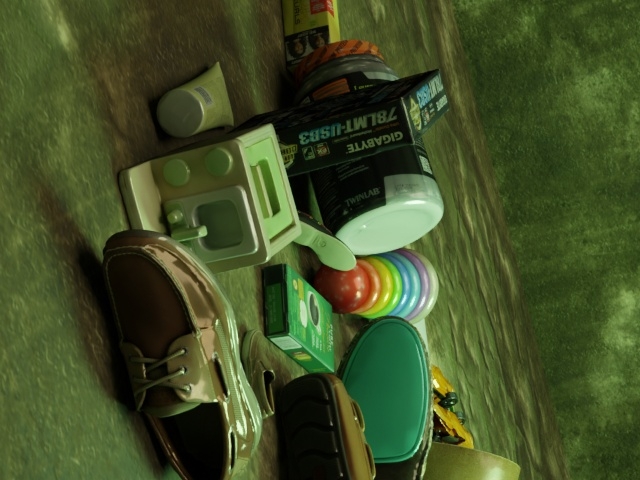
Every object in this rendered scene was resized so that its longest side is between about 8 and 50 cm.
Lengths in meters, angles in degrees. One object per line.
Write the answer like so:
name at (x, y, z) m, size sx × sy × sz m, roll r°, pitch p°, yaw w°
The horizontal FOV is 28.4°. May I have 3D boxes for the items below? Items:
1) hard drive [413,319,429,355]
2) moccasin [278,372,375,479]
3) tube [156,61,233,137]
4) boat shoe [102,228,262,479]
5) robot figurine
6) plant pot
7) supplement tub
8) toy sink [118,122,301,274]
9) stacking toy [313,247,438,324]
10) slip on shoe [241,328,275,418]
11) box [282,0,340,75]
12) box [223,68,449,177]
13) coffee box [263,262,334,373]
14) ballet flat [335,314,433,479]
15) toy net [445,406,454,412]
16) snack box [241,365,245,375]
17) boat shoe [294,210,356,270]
hard drive at (0.170, 0.262, 2.379) m, size 0.203 × 0.040 × 0.308 m, roll 36°, pitch 44°, yaw -65°
moccasin at (0.022, 0.373, 1.723) m, size 0.147 × 0.139 × 0.380 m, roll 35°, pitch 35°, yaw -53°
tube at (-0.153, -0.178, 1.658) m, size 0.070 × 0.062 × 0.240 m, roll -61°, pitch 178°, yaw 16°
boat shoe at (-0.148, 0.137, 1.353) m, size 0.116 × 0.123 × 0.324 m, roll -71°, pitch 143°, yaw -55°
robot figurine at (0.170, 0.278, 2.147) m, size 0.291 × 0.085 × 0.211 m, roll 39°, pitch 27°, yaw -54°
plant pot at (0.190, 0.474, 2.048) m, size 0.237 × 0.237 × 0.254 m, roll 47°, pitch 49°, yaw -58°
supplement tub at (0.067, -0.153, 2.040) m, size 0.193 × 0.193 × 0.316 m, roll 40°, pitch 32°, yaw -63°
toy sink at (-0.122, -0.044, 1.526) m, size 0.234 × 0.131 × 0.153 m, roll -36°, pitch 112°, yaw -70°
stacking toy at (0.081, 0.073, 2.111) m, size 0.330 × 0.141 × 0.141 m, roll 10°, pitch 69°, yaw -65°
slip on shoe at (-0.079, 0.176, 1.663) m, size 0.051 × 0.041 × 0.135 m, roll 61°, pitch 25°, yaw -43°
box at (-0.017, -0.393, 2.159) m, size 0.058 × 0.087 × 0.232 m, roll 43°, pitch 40°, yaw -61°
box at (0.012, -0.154, 1.746) m, size 0.295 × 0.293 × 0.073 m, roll -49°, pitch 125°, yaw -69°
coffee box at (-0.030, 0.119, 1.854) m, size 0.184 × 0.040 × 0.113 m, roll 45°, pitch 37°, yaw -59°
ballet flat at (0.087, 0.364, 1.926) m, size 0.182 × 0.164 × 0.483 m, roll 93°, pitch -1°, yaw -68°
toy net at (0.251, 0.379, 2.449) m, size 0.232 × 0.045 × 0.122 m, roll -100°, pitch -171°, yaw -45°
snack box at (-0.129, 0.129, 1.571) m, size 0.064 × 0.022 × 0.178 m, roll -60°, pitch 135°, yaw -66°
boat shoe at (0.001, -0.001, 1.944) m, size 0.133 × 0.049 × 0.042 m, roll 33°, pitch 30°, yaw -17°
